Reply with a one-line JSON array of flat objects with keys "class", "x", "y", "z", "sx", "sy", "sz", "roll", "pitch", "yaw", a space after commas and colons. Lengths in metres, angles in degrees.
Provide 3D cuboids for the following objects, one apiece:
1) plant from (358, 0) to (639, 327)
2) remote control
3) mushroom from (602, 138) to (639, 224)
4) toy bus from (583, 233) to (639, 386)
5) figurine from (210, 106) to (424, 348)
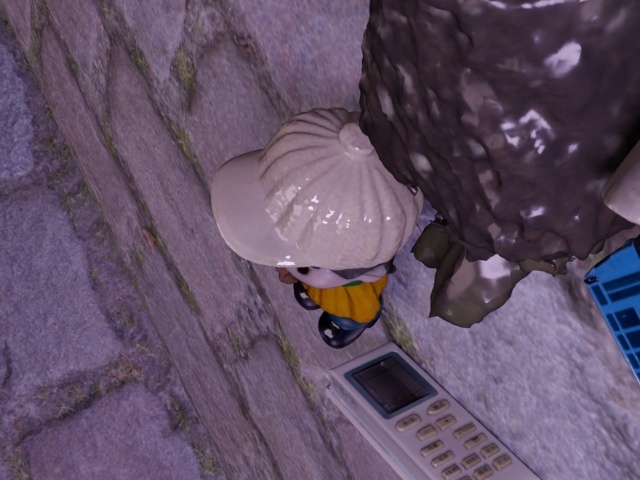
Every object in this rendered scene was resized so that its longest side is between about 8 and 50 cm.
[{"class": "plant", "x": 0.145, "y": -0.080, "z": 0.577, "sx": 0.213, "sy": 0.215, "sz": 0.312, "roll": 46, "pitch": 155, "yaw": 45}, {"class": "remote control", "x": 0.123, "y": 0.223, "z": 1.023, "sx": 0.277, "sy": 0.102, "sz": 0.056, "roll": 42, "pitch": 143, "yaw": 43}, {"class": "mushroom", "x": 0.236, "y": -0.075, "z": 0.403, "sx": 0.093, "sy": 0.225, "sz": 0.116, "roll": 38, "pitch": -157, "yaw": -12}, {"class": "toy bus", "x": 0.267, "y": 0.072, "z": 0.615, "sx": 0.185, "sy": 0.090, "sz": 0.106, "roll": 64, "pitch": 158, "yaw": 6}, {"class": "figurine", "x": 0.025, "y": -0.013, "z": 0.988, "sx": 0.185, "sy": 0.204, "sz": 0.332, "roll": 52, "pitch": 180, "yaw": 26}]
